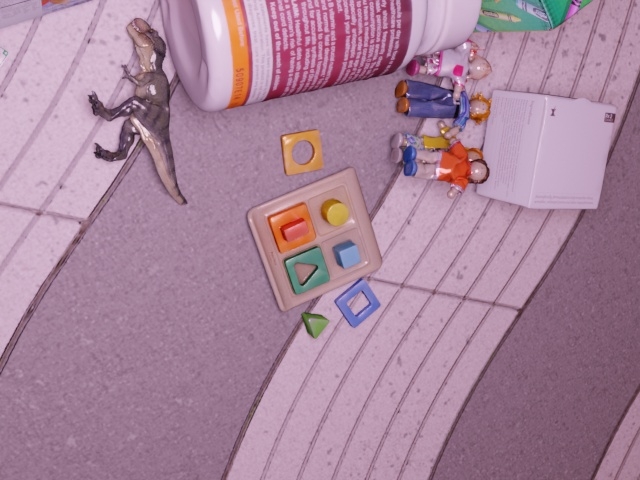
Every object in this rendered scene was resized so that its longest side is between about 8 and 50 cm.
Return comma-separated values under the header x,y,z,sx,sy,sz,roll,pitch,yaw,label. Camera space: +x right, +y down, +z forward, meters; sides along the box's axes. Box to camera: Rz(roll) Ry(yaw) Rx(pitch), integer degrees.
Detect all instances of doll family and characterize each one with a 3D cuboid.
x,y,z,sx,sy,sz,roll,pitch,yaw,label
0.199,-0.190,1.308,0.163,0.118,0.262,6,83,-19,doll family

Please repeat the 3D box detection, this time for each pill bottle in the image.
x,y,z,sx,sy,sz,roll,pitch,yaw,label
0.001,-0.318,1.106,0.392,0.224,0.224,-16,109,-20,pill bottle

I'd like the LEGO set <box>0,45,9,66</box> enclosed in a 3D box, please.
x,y,z,sx,sy,sz,roll,pitch,yaw,label
-0.529,-0.182,1.008,0.182,0.060,0.244,33,78,-26,LEGO set

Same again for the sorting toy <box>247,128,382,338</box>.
x,y,z,sx,sy,sz,roll,pitch,yaw,label
0.000,0.000,1.285,0.196,0.047,0.347,-25,112,-17,sorting toy

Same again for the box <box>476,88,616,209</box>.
x,y,z,sx,sy,sz,roll,pitch,yaw,label
0.374,-0.150,1.361,0.181,0.119,0.181,-1,103,-35,box

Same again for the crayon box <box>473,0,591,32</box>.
x,y,z,sx,sy,sz,roll,pitch,yaw,label
0.291,-0.379,1.190,0.165,0.278,0.081,-37,115,-12,crayon box

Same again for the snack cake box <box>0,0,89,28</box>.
x,y,z,sx,sy,sz,roll,pitch,yaw,label
-0.326,-0.339,0.979,0.264,0.152,0.089,-23,91,-18,snack cake box

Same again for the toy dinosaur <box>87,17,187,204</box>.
x,y,z,sx,sy,sz,roll,pitch,yaw,label
-0.251,-0.162,1.124,0.118,0.064,0.268,-16,113,-27,toy dinosaur
